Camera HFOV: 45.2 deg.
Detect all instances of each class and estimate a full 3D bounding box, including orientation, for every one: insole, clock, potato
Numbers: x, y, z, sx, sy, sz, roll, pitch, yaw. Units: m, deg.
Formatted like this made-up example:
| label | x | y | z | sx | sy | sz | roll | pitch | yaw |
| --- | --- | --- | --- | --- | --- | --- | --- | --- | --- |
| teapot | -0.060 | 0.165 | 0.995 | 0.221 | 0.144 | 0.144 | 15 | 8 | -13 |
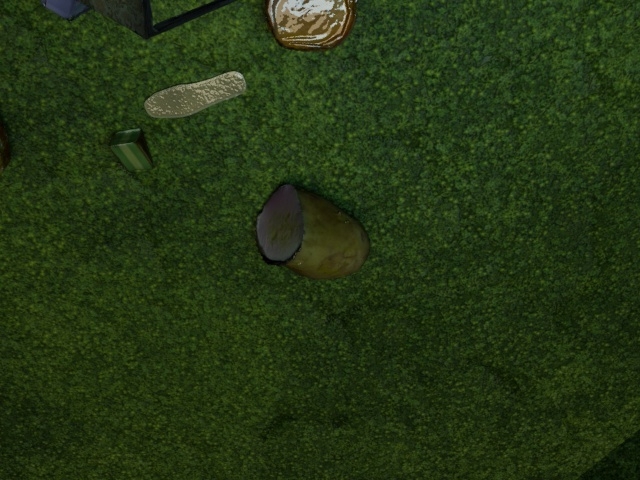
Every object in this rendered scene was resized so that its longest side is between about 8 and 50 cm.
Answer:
| label | x | y | z | sx | sy | sz | roll | pitch | yaw |
| --- | --- | --- | --- | --- | --- | --- | --- | --- | --- |
| insole | -0.291 | -0.336 | 1.792 | 0.247 | 0.011 | 0.081 | -16 | 125 | 8 |
| clock | -0.476 | -0.554 | 1.543 | 0.073 | 0.145 | 0.193 | 28 | 120 | -7 |
| potato | 0.000 | 0.000 | 1.952 | 0.266 | 0.229 | 0.229 | 19 | 124 | -34 |

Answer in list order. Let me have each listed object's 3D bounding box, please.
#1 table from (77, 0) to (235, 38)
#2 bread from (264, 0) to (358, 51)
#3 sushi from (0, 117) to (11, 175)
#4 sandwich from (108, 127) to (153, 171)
| label | x | y | z | sx | sy | sz | roll | pitch | yaw |
| --- | --- | --- | --- | --- | --- | --- | --- | --- | --- |
| table | -0.293 | -0.595 | 1.382 | 0.222 | 0.272 | 0.335 | 32 | 139 | 28 |
| bread | -0.023 | -0.498 | 1.633 | 0.199 | 0.104 | 0.199 | -3 | 122 | -4 |
| sushi | -0.826 | -0.222 | 1.770 | 0.184 | 0.139 | 0.274 | -8 | 120 | 6 |
| sandwich | -0.453 | -0.199 | 1.845 | 0.074 | 0.074 | 0.116 | -8 | 126 | 4 |
